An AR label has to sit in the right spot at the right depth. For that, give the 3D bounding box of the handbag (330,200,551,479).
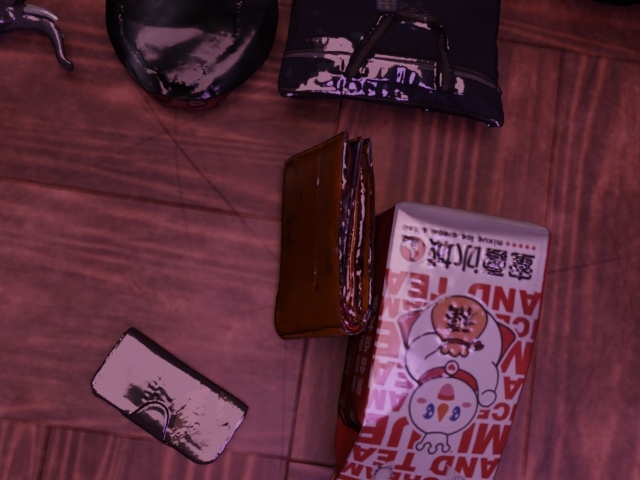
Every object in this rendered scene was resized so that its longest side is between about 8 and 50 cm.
[{"bbox_3d":[0.115,0.120,0.822,0.171,0.151,0.298,9,83,-8],"label":"handbag"}]

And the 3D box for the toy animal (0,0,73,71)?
[{"bbox_3d":[-0.383,-0.278,0.891,0.269,0.082,0.137,14,83,-5],"label":"toy animal"}]

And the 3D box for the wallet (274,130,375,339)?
[{"bbox_3d":[0.003,0.000,0.829,0.042,0.161,0.195,5,81,-24],"label":"wallet"}]

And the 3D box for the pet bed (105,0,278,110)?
[{"bbox_3d":[-0.141,-0.245,0.914,0.201,0.053,0.201,1,81,-4],"label":"pet bed"}]

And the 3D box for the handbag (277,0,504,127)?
[{"bbox_3d":[0.084,-0.232,0.909,0.254,0.089,0.211,5,71,-9],"label":"handbag"}]

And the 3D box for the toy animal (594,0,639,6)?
[{"bbox_3d":[0.404,-0.318,0.906,0.235,0.165,0.187,23,62,3],"label":"toy animal"}]

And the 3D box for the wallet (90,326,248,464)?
[{"bbox_3d":[-0.158,0.164,0.860,0.156,0.018,0.082,35,80,2],"label":"wallet"}]
